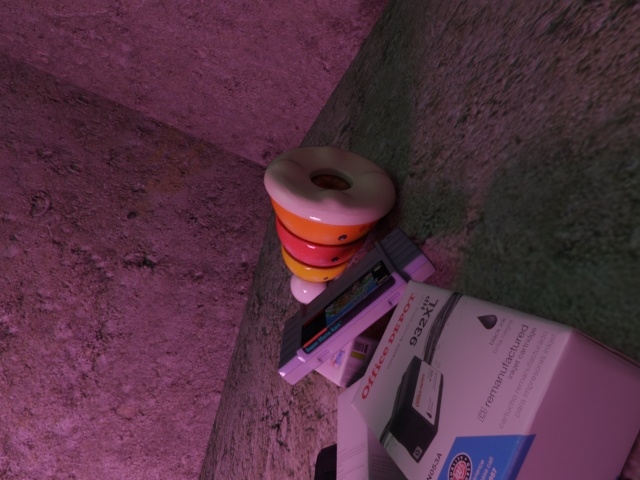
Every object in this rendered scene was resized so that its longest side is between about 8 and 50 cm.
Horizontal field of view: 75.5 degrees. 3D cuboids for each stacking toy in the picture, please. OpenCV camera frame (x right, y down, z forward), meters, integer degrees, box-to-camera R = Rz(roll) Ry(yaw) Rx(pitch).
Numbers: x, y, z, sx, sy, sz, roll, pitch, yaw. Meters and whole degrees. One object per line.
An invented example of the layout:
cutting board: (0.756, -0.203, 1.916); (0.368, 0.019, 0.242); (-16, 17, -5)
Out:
stacking toy: (0.000, 0.000, 1.209); (0.351, 0.350, 0.480); (-91, 8, -51)

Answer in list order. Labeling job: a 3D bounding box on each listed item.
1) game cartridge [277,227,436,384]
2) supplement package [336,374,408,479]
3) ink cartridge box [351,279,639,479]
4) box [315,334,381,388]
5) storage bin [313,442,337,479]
game cartridge: (0.059, 0.121, 0.855); (0.355, 0.068, 0.230); (-41, 7, 8)
supplement package: (0.095, 0.337, 0.689); (0.105, 0.105, 0.179); (-54, 22, 41)
ink cartridge box: (0.183, 0.190, 0.514); (0.223, 0.129, 0.307); (-63, 15, -4)
box: (0.061, 0.248, 0.885); (0.203, 0.114, 0.103); (-10, 60, 68)
storage bin: (0.045, 0.465, 0.726); (0.122, 0.084, 0.180); (-50, 24, 46)
